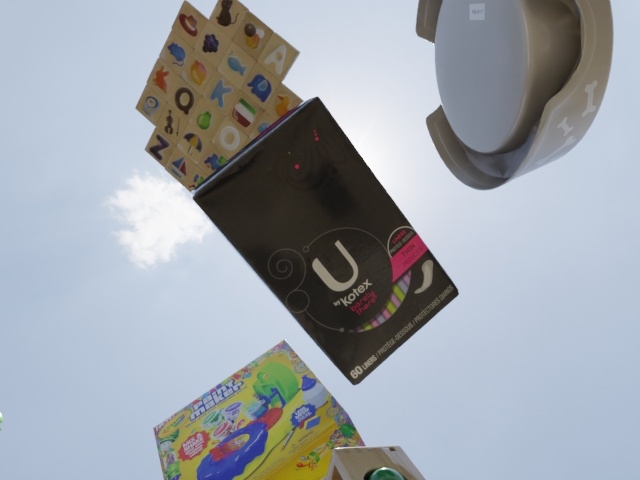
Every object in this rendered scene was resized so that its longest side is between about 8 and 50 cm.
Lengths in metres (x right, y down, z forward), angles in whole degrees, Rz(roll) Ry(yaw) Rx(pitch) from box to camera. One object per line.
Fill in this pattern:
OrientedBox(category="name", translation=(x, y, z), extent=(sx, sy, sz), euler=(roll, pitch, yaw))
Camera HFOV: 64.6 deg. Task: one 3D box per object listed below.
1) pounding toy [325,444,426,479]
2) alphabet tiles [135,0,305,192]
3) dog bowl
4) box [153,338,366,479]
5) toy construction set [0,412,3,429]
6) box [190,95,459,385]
OrientedBox(category="pounding toy", translation=(0.070, 0.246, 0.425), extent=(0.100, 0.130, 0.141), euler=(7, -78, -22))
OrientedBox(category="alphabet tiles", translation=(-0.189, -0.242, 0.907), extent=(0.285, 0.011, 0.342), euler=(42, -62, 7))
OrientedBox(category="dog bowl", translation=(0.243, -0.248, 0.686), extent=(0.102, 0.349, 0.349), euler=(-12, -87, -10))
OrientedBox(category="box", translation=(-0.097, 0.367, 0.862), extent=(0.290, 0.279, 0.177), euler=(-33, -65, -14))
OrientedBox(category="toy construction set", translation=(-0.395, 0.107, 0.389), extent=(0.327, 0.151, 0.215), euler=(34, -101, 9))
OrientedBox(category="box", translation=(0.000, 0.000, 0.584), extent=(0.165, 0.143, 0.270), euler=(-41, -76, -7))
